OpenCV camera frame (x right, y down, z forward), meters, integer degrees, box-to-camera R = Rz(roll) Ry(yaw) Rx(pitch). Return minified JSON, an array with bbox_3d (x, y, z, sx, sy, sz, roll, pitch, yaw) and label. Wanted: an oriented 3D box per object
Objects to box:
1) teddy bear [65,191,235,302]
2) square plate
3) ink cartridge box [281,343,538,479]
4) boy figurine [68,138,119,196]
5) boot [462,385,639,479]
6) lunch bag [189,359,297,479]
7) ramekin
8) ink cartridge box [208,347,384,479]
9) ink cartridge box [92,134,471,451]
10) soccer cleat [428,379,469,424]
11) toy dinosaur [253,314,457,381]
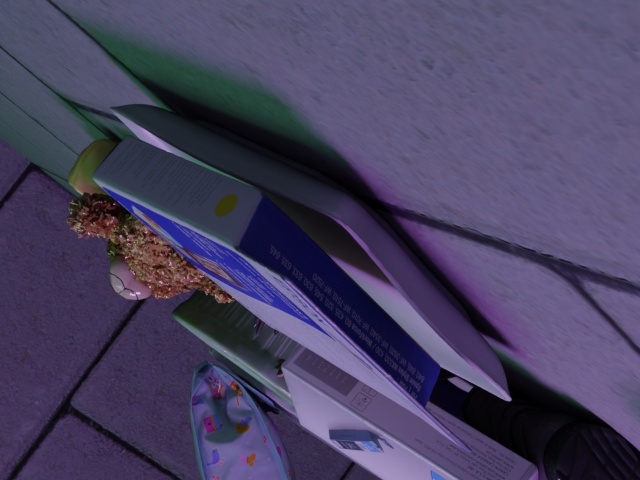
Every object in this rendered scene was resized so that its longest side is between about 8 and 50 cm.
[{"bbox_3d":[-0.209,0.013,1.520,0.245,0.113,0.338,27,160,-35],"label":"teddy bear"},{"bbox_3d":[0.000,0.000,1.106,0.347,0.049,0.344,27,167,44],"label":"square plate"},{"bbox_3d":[0.106,0.255,1.301,0.296,0.066,0.261,29,154,29],"label":"ink cartridge box"},{"bbox_3d":[-0.274,-0.063,1.686,0.177,0.092,0.285,36,175,18],"label":"boy figurine"},{"bbox_3d":[0.303,0.299,1.274,0.338,0.118,0.222,60,166,-16],"label":"boot"},{"bbox_3d":[-0.141,0.335,1.969,0.223,0.160,0.262,80,169,-77],"label":"lunch bag"},{"bbox_3d":[-0.061,0.141,1.746,0.303,0.148,0.303,35,171,6],"label":"ramekin"},{"bbox_3d":[0.020,0.269,2.065,0.279,0.160,0.385,29,169,35],"label":"ink cartridge box"},{"bbox_3d":[-0.022,0.041,1.043,0.307,0.072,0.303,23,163,47],"label":"ink cartridge box"},{"bbox_3d":[0.123,0.219,1.475,0.116,0.109,0.318,-9,-156,-44],"label":"soccer cleat"},{"bbox_3d":[0.027,0.115,1.393,0.295,0.127,0.200,26,161,23],"label":"toy dinosaur"}]
